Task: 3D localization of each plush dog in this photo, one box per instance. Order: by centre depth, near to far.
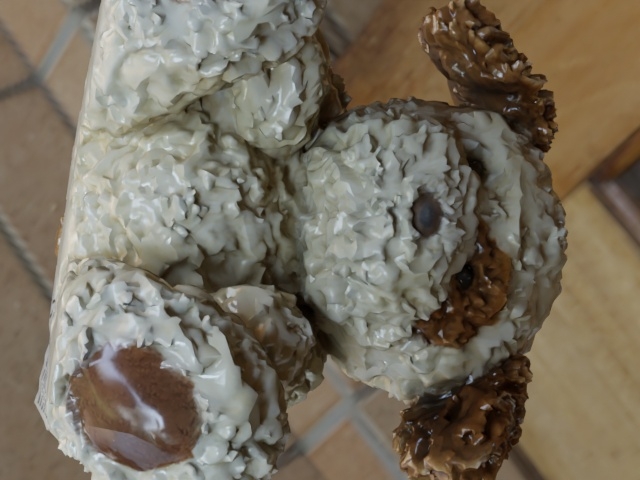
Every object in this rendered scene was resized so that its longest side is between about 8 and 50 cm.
[{"bbox_3d":[0.000,0.000,0.851,0.225,0.210,0.262,8,77,-10],"label":"plush dog"}]
